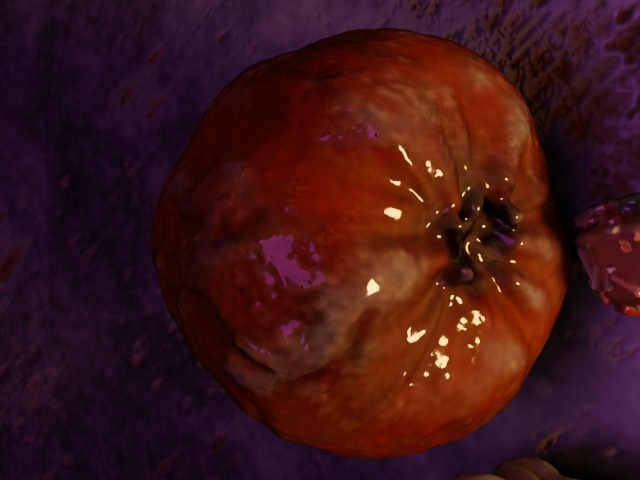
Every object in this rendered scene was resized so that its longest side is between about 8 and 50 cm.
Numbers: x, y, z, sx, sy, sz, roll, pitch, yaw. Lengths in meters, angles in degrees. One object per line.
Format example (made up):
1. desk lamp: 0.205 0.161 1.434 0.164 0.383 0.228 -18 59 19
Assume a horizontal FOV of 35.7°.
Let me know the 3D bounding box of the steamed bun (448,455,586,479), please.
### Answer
1. steamed bun: 0.124 0.263 0.511 0.280 0.207 0.268 10 95 35

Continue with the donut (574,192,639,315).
1. donut: 0.202 0.002 0.502 0.166 0.117 0.065 -12 80 37

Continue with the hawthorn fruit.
1. hawthorn fruit: 0.000 0.000 0.590 0.272 0.242 0.242 2 93 51
